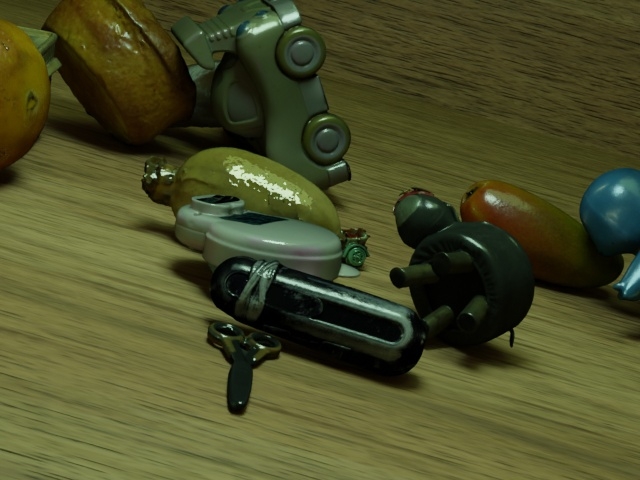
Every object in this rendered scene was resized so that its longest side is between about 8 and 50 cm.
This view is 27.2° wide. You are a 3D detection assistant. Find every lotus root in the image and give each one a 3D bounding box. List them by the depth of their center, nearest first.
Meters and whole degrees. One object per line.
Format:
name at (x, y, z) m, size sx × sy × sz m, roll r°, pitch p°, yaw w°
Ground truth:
lotus root at (-0.099, -0.048, 1.855) m, size 0.303 × 0.146 × 0.131 m, roll 20°, pitch 19°, yaw 12°

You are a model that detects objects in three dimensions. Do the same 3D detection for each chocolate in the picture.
chocolate at (-0.207, -0.288, 2.483) m, size 0.261 × 0.083 × 0.161 m, roll -2°, pitch 44°, yaw 24°

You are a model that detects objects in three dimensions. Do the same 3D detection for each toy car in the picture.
toy car at (0.000, 0.000, 1.953) m, size 0.143 × 0.054 × 0.073 m, roll 10°, pitch 16°, yaw -16°
toy car at (-0.098, -0.242, 2.280) m, size 0.226 × 0.336 × 0.242 m, roll -19°, pitch 23°, yaw -9°

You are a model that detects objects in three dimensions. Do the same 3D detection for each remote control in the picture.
remote control at (-0.004, 0.082, 1.547) m, size 0.265 × 0.090 × 0.066 m, roll 19°, pitch -23°, yaw 3°

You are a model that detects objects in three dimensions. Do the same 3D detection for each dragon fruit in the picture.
dragon fruit at (0.166, -0.064, 2.336) m, size 0.056 × 0.060 × 0.083 m, roll 11°, pitch 17°, yaw -25°

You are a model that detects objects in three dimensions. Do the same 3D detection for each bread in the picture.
bread at (-0.346, -0.305, 2.304) m, size 0.312 × 0.172 × 0.312 m, roll 44°, pitch -14°, yaw 14°

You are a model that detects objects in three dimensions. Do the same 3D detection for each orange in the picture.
orange at (-0.504, -0.210, 1.892) m, size 0.240 × 0.240 × 0.240 m, roll 14°, pitch 15°, yaw -4°

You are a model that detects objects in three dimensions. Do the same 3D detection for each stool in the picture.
stool at (0.164, 0.049, 1.719) m, size 0.228 × 0.153 × 0.139 m, roll 35°, pitch 33°, yaw 29°

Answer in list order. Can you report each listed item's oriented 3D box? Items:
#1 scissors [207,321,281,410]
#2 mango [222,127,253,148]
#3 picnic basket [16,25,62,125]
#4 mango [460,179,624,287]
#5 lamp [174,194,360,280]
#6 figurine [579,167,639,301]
scissors at (-0.086, 0.139, 1.440) m, size 0.088 × 0.017 × 0.220 m, roll 17°, pitch 15°, yaw -6°
mango at (-0.122, -0.253, 2.620) m, size 0.167 × 0.130 × 0.262 m, roll 10°, pitch 11°, yaw -17°
picnic basket at (-0.586, -0.257, 2.115) m, size 0.312 × 0.175 × 0.228 m, roll 9°, pitch 16°, yaw -4°
mango at (0.358, -0.001, 2.146) m, size 0.289 × 0.129 × 0.146 m, roll 24°, pitch -2°, yaw 4°
lamp at (-0.082, 0.018, 1.705) m, size 0.246 × 0.108 × 0.179 m, roll 21°, pitch 12°, yaw 27°
figurine at (0.581, 0.049, 2.008) m, size 0.416 × 0.243 × 0.298 m, roll 19°, pitch 23°, yaw 21°
